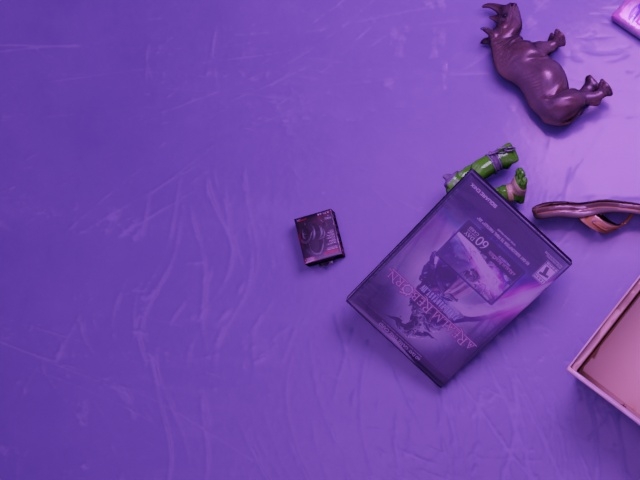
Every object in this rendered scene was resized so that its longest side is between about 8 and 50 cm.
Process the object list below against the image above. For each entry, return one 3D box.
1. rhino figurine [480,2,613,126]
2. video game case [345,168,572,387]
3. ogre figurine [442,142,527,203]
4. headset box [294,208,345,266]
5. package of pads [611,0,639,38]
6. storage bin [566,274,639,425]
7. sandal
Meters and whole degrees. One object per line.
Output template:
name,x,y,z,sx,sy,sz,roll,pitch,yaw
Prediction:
rhino figurine,0.322,-0.273,1.671,0.106,0.073,0.243,-39,74,2
video game case,0.197,0.059,1.606,0.196,0.026,0.274,43,109,-1
ogre figurine,0.250,-0.036,1.642,0.118,0.097,0.197,-10,109,-2
headset box,0.000,0.000,1.722,0.062,0.032,0.083,-15,77,10
package of pads,0.485,-0.332,1.663,0.083,0.032,0.050,39,94,15
storage bin,0.527,0.161,1.529,0.262,0.123,0.260,38,92,16
sandal,0.402,-0.034,1.620,0.180,0.072,0.049,-2,96,14
